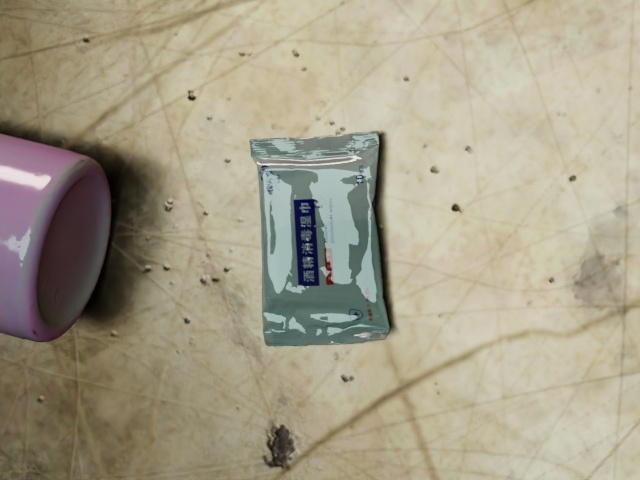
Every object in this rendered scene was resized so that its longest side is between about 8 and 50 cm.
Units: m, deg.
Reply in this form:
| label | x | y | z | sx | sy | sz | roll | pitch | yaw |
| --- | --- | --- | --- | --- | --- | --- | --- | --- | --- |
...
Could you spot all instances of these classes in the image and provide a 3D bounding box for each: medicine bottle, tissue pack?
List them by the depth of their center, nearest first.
| label | x | y | z | sx | sy | sz | roll | pitch | yaw |
| --- | --- | --- | --- | --- | --- | --- | --- | --- | --- |
| tissue pack | 0.000 | 0.000 | 1.594 | 0.123 | 0.026 | 0.193 | -3 | 92 | 16 |
| medicine bottle | -0.357 | -0.023 | 1.615 | 0.291 | 0.178 | 0.178 | 13 | 96 | 15 |
